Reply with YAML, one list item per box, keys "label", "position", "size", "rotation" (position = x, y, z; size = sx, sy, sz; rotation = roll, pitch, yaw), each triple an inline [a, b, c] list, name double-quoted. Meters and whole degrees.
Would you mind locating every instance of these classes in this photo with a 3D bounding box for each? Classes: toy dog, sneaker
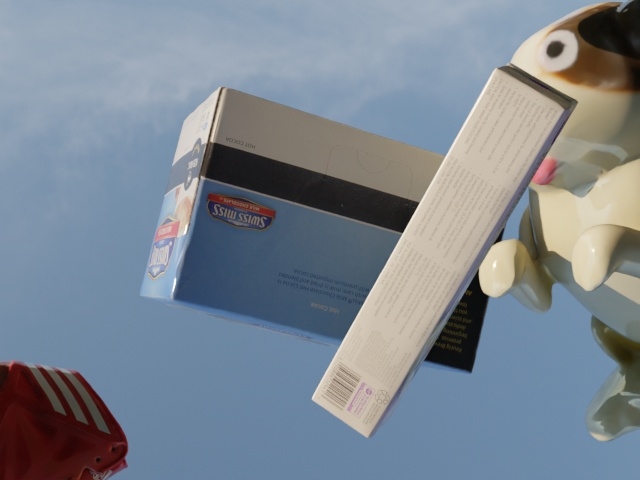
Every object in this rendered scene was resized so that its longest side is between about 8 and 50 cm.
- label: "toy dog"
  position: [0.341, -0.048, 1.016]
  size: [0.395, 0.284, 0.408]
  rotation: [-41, -78, -18]
- label: "sneaker"
  position: [-0.184, 0.180, 0.662]
  size: [0.128, 0.087, 0.221]
  rotation: [2, -113, -23]

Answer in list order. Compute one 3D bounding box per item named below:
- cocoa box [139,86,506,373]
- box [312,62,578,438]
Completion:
- label: "cocoa box"
  position: [0.000, 0.000, 1.141]
  size: [0.347, 0.231, 0.228]
  rotation: [15, -96, -17]
- label: "box"
  position: [0.096, 0.015, 0.818]
  size: [0.067, 0.324, 0.063]
  rotation: [32, -158, 13]
